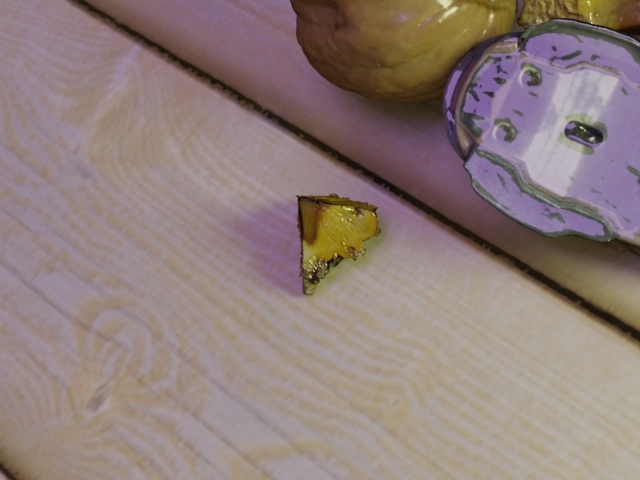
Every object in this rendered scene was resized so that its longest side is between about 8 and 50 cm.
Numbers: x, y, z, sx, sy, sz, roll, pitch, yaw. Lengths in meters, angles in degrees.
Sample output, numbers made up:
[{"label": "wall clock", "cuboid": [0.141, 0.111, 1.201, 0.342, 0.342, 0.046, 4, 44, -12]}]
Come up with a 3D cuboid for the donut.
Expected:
[{"label": "donut", "cuboid": [0.333, -0.250, 1.459, 0.259, 0.101, 0.152, 14, 42, 37]}]

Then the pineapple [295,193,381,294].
[{"label": "pineapple", "cuboid": [0.000, 0.000, 1.525, 0.114, 0.077, 0.114, 11, 82, 35]}]

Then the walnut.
[{"label": "walnut", "cuboid": [0.080, -0.252, 1.536, 0.261, 0.225, 0.225, 8, 67, 44]}]

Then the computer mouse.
[{"label": "computer mouse", "cuboid": [0.292, -0.078, 1.396, 0.389, 0.115, 0.199, 28, 99, 23]}]

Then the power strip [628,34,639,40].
[{"label": "power strip", "cuboid": [0.398, -0.132, 1.415, 0.305, 0.044, 0.064, 24, 75, 34]}]
